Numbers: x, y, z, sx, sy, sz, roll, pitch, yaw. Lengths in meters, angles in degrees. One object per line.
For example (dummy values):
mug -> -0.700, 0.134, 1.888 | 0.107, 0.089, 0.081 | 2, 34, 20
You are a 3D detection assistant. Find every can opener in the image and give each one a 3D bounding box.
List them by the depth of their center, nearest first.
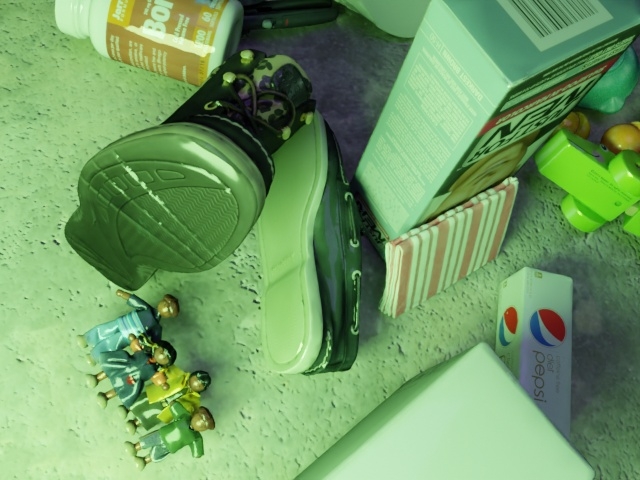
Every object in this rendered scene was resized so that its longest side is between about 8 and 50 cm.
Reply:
can opener -> -0.059, -0.327, 0.928 | 0.186, 0.073, 0.059 | -6, 62, -24

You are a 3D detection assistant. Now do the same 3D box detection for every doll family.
doll family -> -0.177, 0.142, 0.693 | 0.111, 0.076, 0.193 | -29, 99, -1

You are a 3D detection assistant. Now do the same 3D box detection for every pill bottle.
pill bottle -> -0.218, -0.280, 0.837 | 0.216, 0.121, 0.121 | 16, 66, -3

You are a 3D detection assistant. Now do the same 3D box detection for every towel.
towel -> 0.157, 0.008, 0.800 | 0.197, 0.144, 0.029 | -27, 55, -21

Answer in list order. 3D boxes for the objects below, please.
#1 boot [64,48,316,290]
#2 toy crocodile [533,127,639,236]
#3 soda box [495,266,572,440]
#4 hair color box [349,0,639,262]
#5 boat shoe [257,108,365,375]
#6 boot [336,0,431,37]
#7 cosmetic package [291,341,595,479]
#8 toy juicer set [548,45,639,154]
boot -> -0.106, -0.097, 0.671 | 0.138, 0.377, 0.284 | 44, 59, -12
toy crocodile -> 0.454, -0.048, 0.901 | 0.341, 0.115, 0.105 | 30, 47, -2
soda box -> 0.261, 0.147, 0.801 | 0.069, 0.074, 0.216 | 13, 67, -7
hair color box -> 0.164, -0.127, 0.721 | 0.185, 0.374, 0.113 | -28, 74, -21
boat shoe -> 0.003, -0.001, 0.786 | 0.113, 0.127, 0.340 | 20, 53, -35
boot -> 0.047, -0.395, 0.958 | 0.258, 0.095, 0.123 | 24, 19, -31
cosmetic package -> 0.007, 0.308, 0.598 | 0.453, 0.230, 0.161 | -34, 79, -23
toy juicer set -> 0.393, -0.240, 0.989 | 0.329, 0.089, 0.209 | 42, 86, 16
